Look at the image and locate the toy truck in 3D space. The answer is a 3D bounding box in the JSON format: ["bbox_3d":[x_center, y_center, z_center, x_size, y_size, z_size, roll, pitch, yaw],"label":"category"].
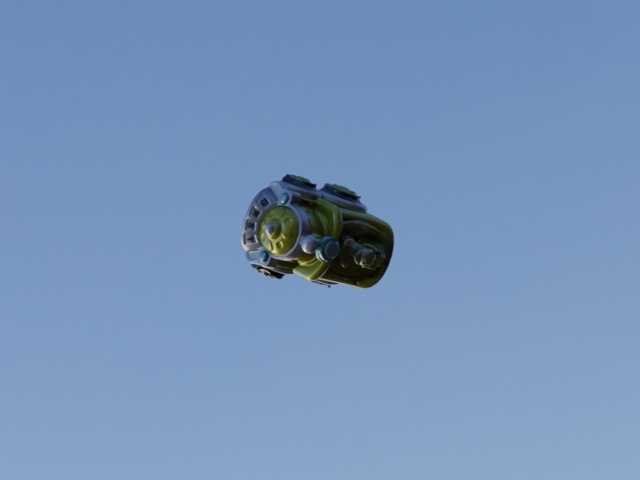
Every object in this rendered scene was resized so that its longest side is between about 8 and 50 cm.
[{"bbox_3d":[0.000,0.000,1.368,0.111,0.077,0.076,11,-78,-46],"label":"toy truck"}]
